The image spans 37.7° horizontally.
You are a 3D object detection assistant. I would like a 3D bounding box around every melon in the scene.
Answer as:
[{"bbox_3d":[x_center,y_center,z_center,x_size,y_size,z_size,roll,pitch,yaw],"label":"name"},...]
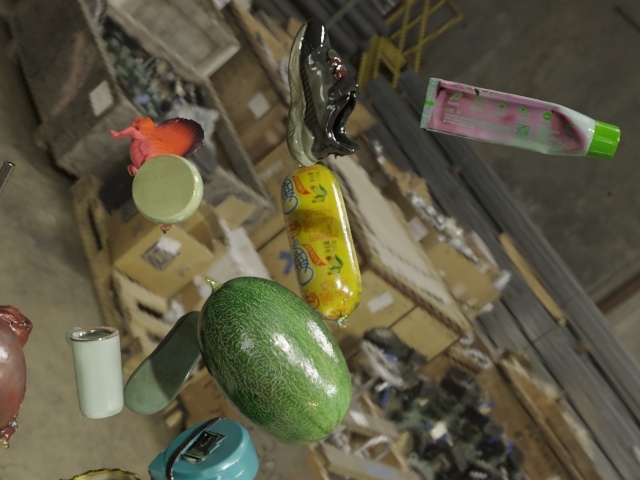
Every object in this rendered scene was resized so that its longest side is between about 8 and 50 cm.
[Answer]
[{"bbox_3d":[-0.073,0.165,1.354,0.288,0.182,0.182,55,12,-5],"label":"melon"}]

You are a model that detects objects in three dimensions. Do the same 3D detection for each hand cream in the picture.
[{"bbox_3d":[0.281,-0.165,1.329,0.275,0.079,0.050,13,11,6],"label":"hand cream"}]

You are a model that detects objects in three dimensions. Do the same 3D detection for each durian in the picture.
[{"bbox_3d":[-0.327,0.434,1.503,0.140,0.224,0.078,-35,127,-61],"label":"durian"}]

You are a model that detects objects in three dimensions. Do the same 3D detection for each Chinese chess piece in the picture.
[{"bbox_3d":[-0.178,-0.059,1.096,0.084,0.084,0.034,53,4,13],"label":"Chinese chess piece"}]

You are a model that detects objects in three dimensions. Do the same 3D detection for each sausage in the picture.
[{"bbox_3d":[0.000,0.000,1.807,0.123,0.123,0.347,22,52,-65],"label":"sausage"}]

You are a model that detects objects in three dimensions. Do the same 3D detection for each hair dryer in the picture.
[{"bbox_3d":[-0.380,0.190,1.510,0.236,0.073,0.131,18,-67,60],"label":"hair dryer"}]

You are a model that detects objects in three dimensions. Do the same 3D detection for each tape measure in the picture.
[{"bbox_3d":[-0.152,0.306,1.282,0.146,0.125,0.081,-42,123,-42],"label":"tape measure"}]

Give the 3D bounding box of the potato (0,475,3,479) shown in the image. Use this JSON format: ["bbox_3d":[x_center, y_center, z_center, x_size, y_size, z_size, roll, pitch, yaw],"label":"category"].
[{"bbox_3d":[-0.533,0.405,1.418,0.160,0.111,0.272,-58,153,-56],"label":"potato"}]

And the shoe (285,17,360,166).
[{"bbox_3d":[0.012,-0.223,1.437,0.099,0.112,0.228,-13,109,-66],"label":"shoe"}]

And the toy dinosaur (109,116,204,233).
[{"bbox_3d":[-0.238,-0.126,1.513,0.286,0.138,0.070,55,-13,41],"label":"toy dinosaur"}]

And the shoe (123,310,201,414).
[{"bbox_3d":[-0.244,0.203,1.532,0.079,0.195,0.078,35,-17,3],"label":"shoe"}]

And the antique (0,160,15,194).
[{"bbox_3d":[-0.488,-0.027,1.340,0.015,0.192,0.031,26,-5,-10],"label":"antique"}]

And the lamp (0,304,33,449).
[{"bbox_3d":[-0.393,0.119,0.961,0.215,0.151,0.223,55,-6,-29],"label":"lamp"}]
